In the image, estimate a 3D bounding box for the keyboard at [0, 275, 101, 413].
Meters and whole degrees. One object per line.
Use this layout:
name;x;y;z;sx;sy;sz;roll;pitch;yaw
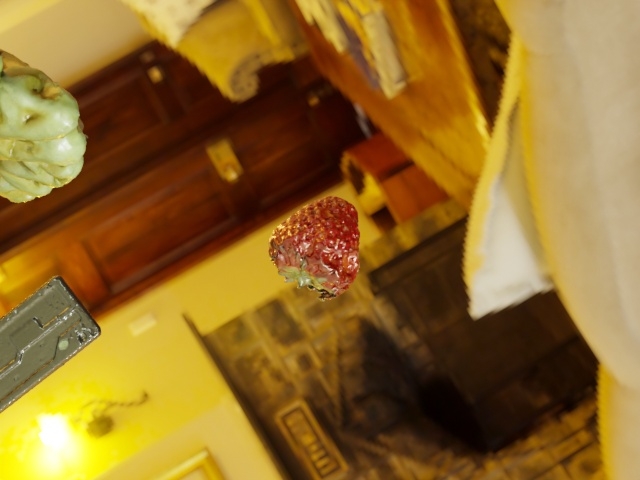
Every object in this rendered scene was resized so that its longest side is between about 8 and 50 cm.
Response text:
keyboard;-0.223;0.089;0.917;0.053;0.155;0.010;53;178;1

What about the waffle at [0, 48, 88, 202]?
waffle;-0.219;-0.085;0.713;0.207;0.054;0.214;26;163;-9

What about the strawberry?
strawberry;0.000;0.000;1.046;0.073;0.083;0.073;21;160;8
